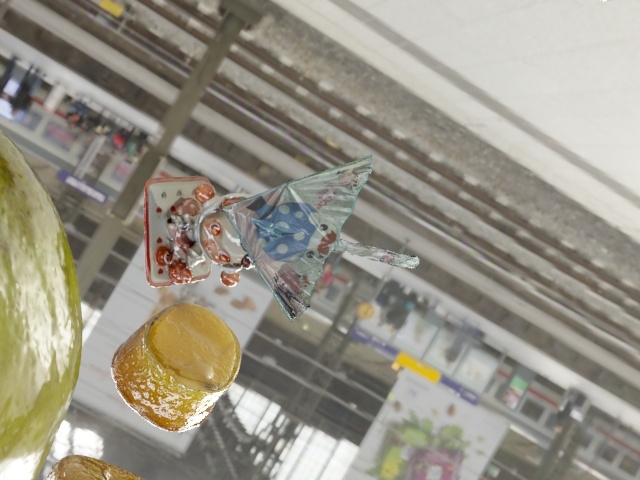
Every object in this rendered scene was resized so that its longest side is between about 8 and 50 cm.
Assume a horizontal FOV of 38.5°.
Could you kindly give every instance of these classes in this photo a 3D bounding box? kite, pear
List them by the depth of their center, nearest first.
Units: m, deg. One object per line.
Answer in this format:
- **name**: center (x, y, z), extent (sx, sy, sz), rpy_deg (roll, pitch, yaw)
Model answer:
- **pear**: center (-0.358, 0.067, 0.720), extent (0.352, 0.413, 0.352), rpy_deg (-2, -160, 1)
- **kite**: center (0.000, 0.000, 1.397), extent (0.314, 0.335, 0.011), rpy_deg (17, -145, -10)

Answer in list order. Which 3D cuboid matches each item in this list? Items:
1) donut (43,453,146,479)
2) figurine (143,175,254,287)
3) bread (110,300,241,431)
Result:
- **donut**: center (-0.256, 0.358, 1.145), extent (0.226, 0.114, 0.226), rpy_deg (27, 172, 4)
- **figurine**: center (-0.150, -0.010, 1.491), extent (0.226, 0.183, 0.160), rpy_deg (4, -173, 35)
- **bread**: center (-0.245, 0.217, 1.575), extent (0.195, 0.142, 0.270), rpy_deg (42, -158, -1)
